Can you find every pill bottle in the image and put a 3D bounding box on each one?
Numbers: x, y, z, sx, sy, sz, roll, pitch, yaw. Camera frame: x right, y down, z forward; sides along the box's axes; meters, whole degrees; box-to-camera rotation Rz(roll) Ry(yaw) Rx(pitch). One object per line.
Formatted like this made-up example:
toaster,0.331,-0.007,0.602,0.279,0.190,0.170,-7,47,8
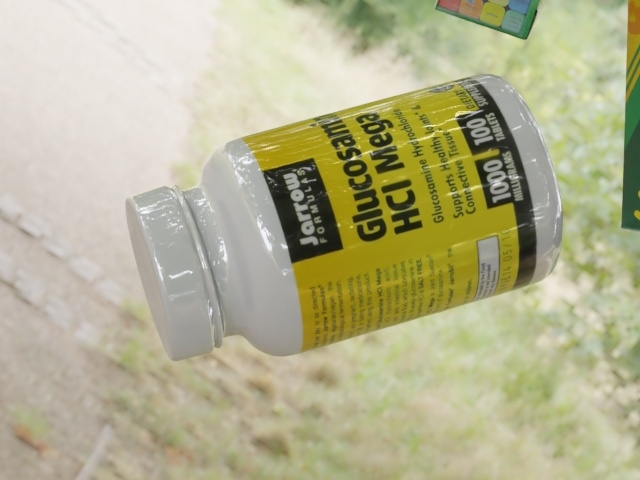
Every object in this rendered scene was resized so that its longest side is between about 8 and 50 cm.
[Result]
pill bottle,0.017,-0.012,1.441,0.334,0.188,0.188,-16,39,-12

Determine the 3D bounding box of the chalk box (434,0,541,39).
chalk box,0.238,-0.354,2.263,0.132,0.132,0.213,22,28,7

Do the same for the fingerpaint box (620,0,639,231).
fingerpaint box,0.617,-0.206,2.410,0.445,0.371,0.163,-7,11,-41
